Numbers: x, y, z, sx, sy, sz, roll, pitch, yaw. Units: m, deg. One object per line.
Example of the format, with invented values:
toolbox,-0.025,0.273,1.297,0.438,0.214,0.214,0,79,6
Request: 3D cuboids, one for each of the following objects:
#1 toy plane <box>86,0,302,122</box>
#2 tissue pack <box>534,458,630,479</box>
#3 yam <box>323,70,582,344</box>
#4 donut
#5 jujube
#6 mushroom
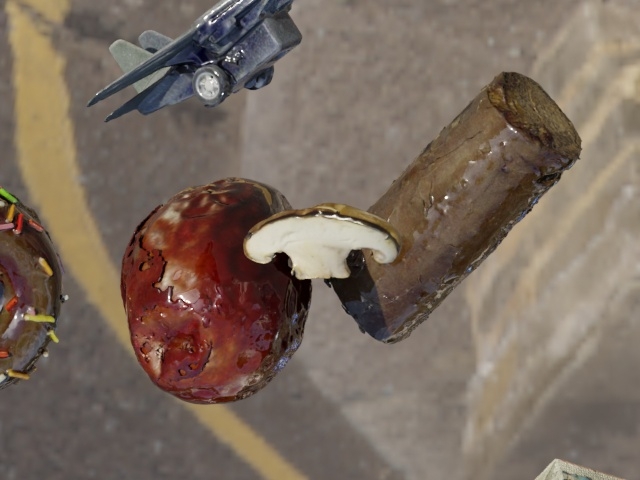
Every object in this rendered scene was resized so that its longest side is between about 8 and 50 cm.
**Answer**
toy plane,-0.043,-0.172,1.465,0.267,0.212,0.088,-28,92,33
tissue pack,0.251,0.256,1.838,0.094,0.059,0.074,18,134,-18
yam,0.119,-0.027,1.813,0.131,0.131,0.280,27,120,-29
donut,-0.407,0.063,2.147,0.269,0.270,0.103,28,180,-30
jujube,-0.088,0.042,1.721,0.183,0.243,0.183,7,117,13
mushroom,0.000,0.000,1.131,0.101,0.019,0.049,0,120,22
